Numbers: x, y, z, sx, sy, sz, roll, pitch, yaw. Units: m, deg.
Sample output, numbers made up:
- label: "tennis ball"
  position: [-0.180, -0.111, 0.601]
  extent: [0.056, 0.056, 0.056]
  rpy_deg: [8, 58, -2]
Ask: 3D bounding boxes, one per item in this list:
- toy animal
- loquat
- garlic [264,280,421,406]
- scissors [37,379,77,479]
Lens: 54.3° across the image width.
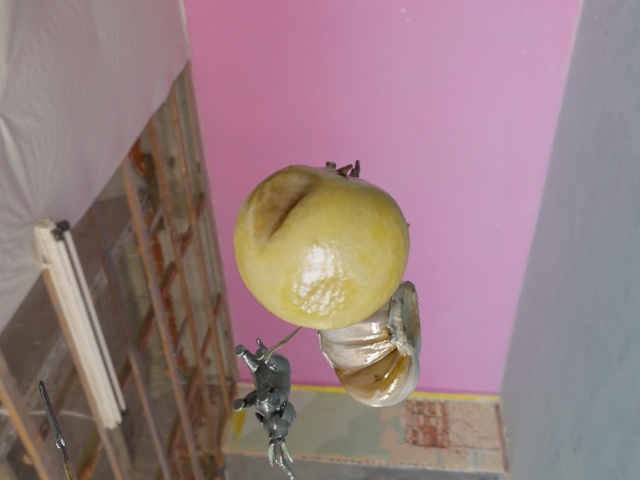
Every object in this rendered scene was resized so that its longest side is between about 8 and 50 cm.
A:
- label: "toy animal"
  position: [-0.101, 0.316, 1.205]
  extent: [0.137, 0.082, 0.269]
  rpy_deg: [39, -145, -54]
- label: "loquat"
  position: [0.000, 0.001, 0.735]
  extent: [0.213, 0.213, 0.213]
  rpy_deg: [3, -90, -85]
- label: "garlic"
  position: [0.057, 0.137, 0.948]
  extent: [0.207, 0.257, 0.207]
  rpy_deg: [-15, 73, 58]
- label: "scissors"
  position: [-0.410, 0.324, 0.987]
  extent: [0.220, 0.017, 0.088]
  rpy_deg: [63, 156, 16]
